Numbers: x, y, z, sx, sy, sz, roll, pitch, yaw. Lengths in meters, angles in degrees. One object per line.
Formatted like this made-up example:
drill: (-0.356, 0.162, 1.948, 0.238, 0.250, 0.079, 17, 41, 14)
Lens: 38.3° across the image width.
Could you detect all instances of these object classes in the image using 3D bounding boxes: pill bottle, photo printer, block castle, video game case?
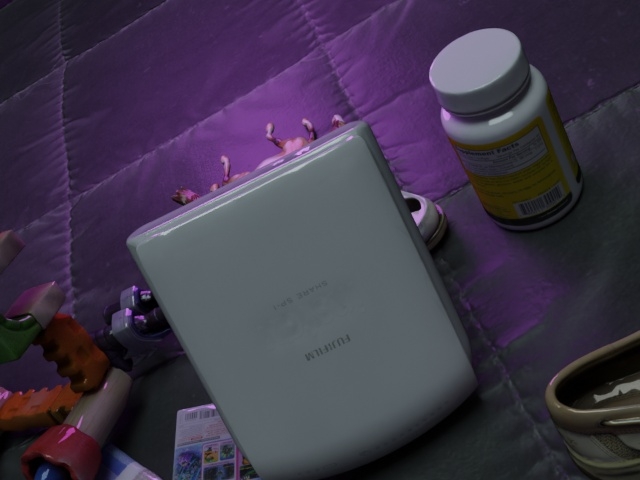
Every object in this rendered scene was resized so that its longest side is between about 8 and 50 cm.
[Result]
pill bottle: (0.202, -0.119, 1.002, 0.119, 0.208, 0.119, -19, 42, 18)
photo printer: (-0.005, 0.076, 0.890, 0.256, 0.308, 0.107, -26, 12, 1)
block castle: (-0.459, 0.116, 1.029, 0.302, 0.453, 0.213, -13, 32, 31)
video game case: (-0.081, 0.229, 0.982, 0.157, 0.019, 0.143, -12, 43, 7)

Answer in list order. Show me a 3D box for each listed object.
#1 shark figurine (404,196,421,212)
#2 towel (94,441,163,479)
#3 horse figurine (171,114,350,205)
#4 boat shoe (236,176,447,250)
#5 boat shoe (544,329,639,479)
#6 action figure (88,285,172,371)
shark figurine: (0.008, 0.017, 1.050, 0.166, 0.278, 0.116, -14, 39, -41)
towel: (-0.220, 0.347, 0.975, 0.285, 0.034, 0.209, 20, 63, 45)
horse figurine: (-0.076, -0.097, 1.292, 0.263, 0.066, 0.174, -35, 33, -3)
boat shoe: (0.003, -0.027, 1.134, 0.302, 0.103, 0.113, -3, 49, 33)
boat shoe: (0.355, 0.097, 0.756, 0.341, 0.110, 0.122, -27, 40, 10)
action figure: (-0.150, 0.052, 1.123, 0.285, 0.099, 0.185, -32, 37, 23)
